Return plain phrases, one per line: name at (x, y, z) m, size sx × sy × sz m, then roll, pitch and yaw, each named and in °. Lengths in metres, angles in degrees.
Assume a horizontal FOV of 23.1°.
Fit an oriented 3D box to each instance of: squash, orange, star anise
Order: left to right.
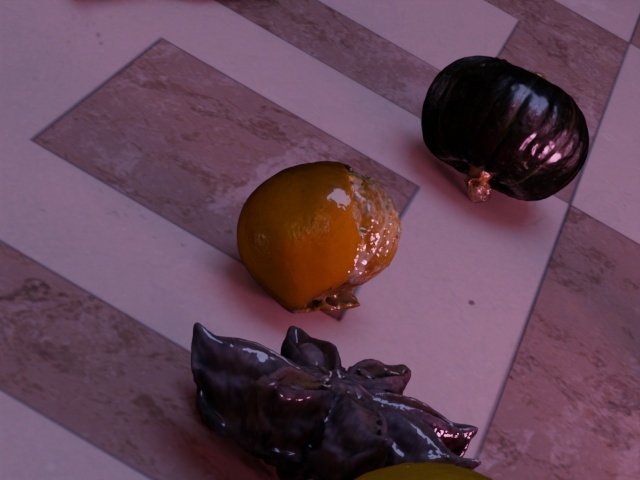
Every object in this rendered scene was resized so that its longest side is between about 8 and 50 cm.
orange at (0.000, 0.000, 1.419) m, size 0.157 × 0.156 × 0.134 m, roll 8°, pitch 76°, yaw -33°
star anise at (0.000, 0.144, 1.217) m, size 0.223 × 0.109 × 0.236 m, roll 11°, pitch 16°, yaw -38°
squash at (0.206, -0.125, 1.768) m, size 0.193 × 0.156 × 0.193 m, roll 51°, pitch -7°, yaw 9°

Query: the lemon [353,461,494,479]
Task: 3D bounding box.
lemon at (0.077, 0.244, 1.059) m, size 0.244 × 0.187 × 0.187 m, roll 10°, pitch 34°, yaw -33°
